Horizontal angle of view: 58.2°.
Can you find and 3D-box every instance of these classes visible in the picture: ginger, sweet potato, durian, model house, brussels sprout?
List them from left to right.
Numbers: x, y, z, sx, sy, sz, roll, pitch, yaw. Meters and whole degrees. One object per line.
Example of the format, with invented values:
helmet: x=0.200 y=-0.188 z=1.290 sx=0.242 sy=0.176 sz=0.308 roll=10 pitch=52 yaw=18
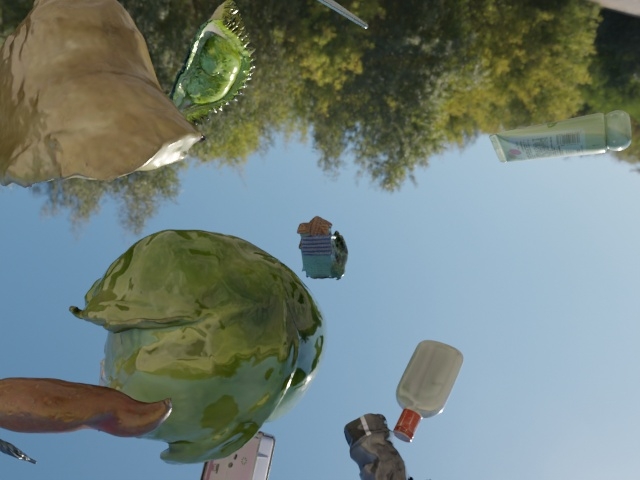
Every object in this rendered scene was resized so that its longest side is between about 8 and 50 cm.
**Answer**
sweet potato: x=-0.248 y=0.162 z=0.553 sx=0.202 sy=0.055 sz=0.058 roll=11 pitch=-159 yaw=-13
ginger: x=-0.140 y=-0.097 z=0.358 sx=0.115 sy=0.122 sz=0.193 roll=-9 pitch=-160 yaw=-44
durian: x=-0.252 y=-0.379 z=1.241 sx=0.169 sy=0.352 sz=0.158 roll=-20 pitch=-107 yaw=-42
brussels sprout: x=-0.173 y=0.180 z=0.994 sx=0.361 sy=0.425 sz=0.342 roll=-14 pitch=-136 yaw=21
model house: x=0.000 y=0.000 z=1.452 sx=0.119 sy=0.148 sz=0.148 roll=-2 pitch=-137 yaw=17

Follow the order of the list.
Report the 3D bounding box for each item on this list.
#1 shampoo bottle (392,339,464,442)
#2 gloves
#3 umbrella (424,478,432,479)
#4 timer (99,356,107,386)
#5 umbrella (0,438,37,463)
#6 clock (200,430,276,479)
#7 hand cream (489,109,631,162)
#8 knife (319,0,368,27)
shampoo bottle: x=0.211 y=0.308 z=1.182 sx=0.108 sy=0.051 sz=0.221 roll=14 pitch=-127 yaw=29
gloves: x=0.130 y=0.411 z=0.908 sx=0.119 sy=0.142 sz=0.285 roll=-27 pitch=-123 yaw=-25
umbrella: x=0.240 y=0.600 z=1.230 sx=0.046 sy=0.050 sz=0.188 roll=52 pitch=-156 yaw=-21
timer: x=-0.492 y=0.309 z=1.614 sx=0.291 sy=0.315 sz=0.291 roll=44 pitch=176 yaw=4
umbrella: x=-0.629 y=0.370 z=1.085 sx=0.044 sy=0.269 sz=0.044 roll=25 pitch=-114 yaw=33
clock: x=-0.191 y=0.527 z=1.310 sx=0.145 sy=0.193 sz=0.073 roll=1 pitch=157 yaw=30
hand cream: x=0.577 y=-0.241 z=1.390 sx=0.306 sy=0.093 sz=0.147 roll=-7 pitch=157 yaw=27
knife: x=-0.066 y=-0.432 z=0.931 sx=0.331 sy=0.044 sz=0.080 roll=22 pitch=-152 yaw=-22
